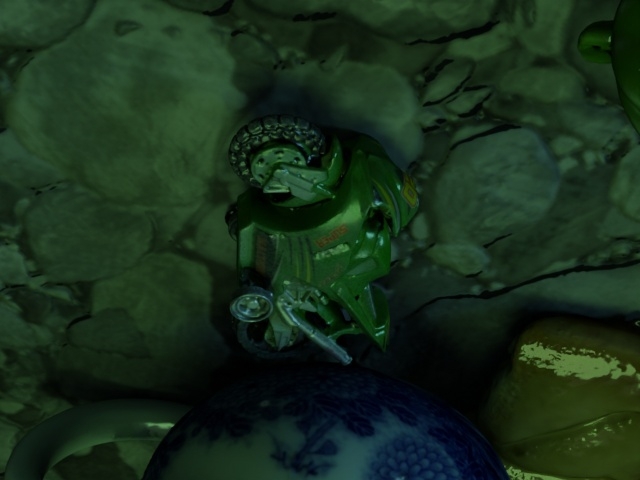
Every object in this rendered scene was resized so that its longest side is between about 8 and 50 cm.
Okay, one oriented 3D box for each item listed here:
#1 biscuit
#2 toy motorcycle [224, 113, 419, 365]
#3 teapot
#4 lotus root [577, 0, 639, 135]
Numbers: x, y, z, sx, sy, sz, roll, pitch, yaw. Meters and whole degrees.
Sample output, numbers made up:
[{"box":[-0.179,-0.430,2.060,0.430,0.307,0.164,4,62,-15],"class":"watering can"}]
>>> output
[{"box":[0.136,0.150,0.952,0.154,0.045,0.299,21,136,-16],"class":"biscuit"},{"box":[0.000,0.000,0.795,0.106,0.074,0.190,-2,137,-4],"class":"toy motorcycle"},{"box":[-0.017,0.209,0.840,0.424,0.280,0.252,26,126,28],"class":"teapot"},{"box":[0.194,-0.086,0.625,0.186,0.186,0.186,3,137,3],"class":"lotus root"}]
